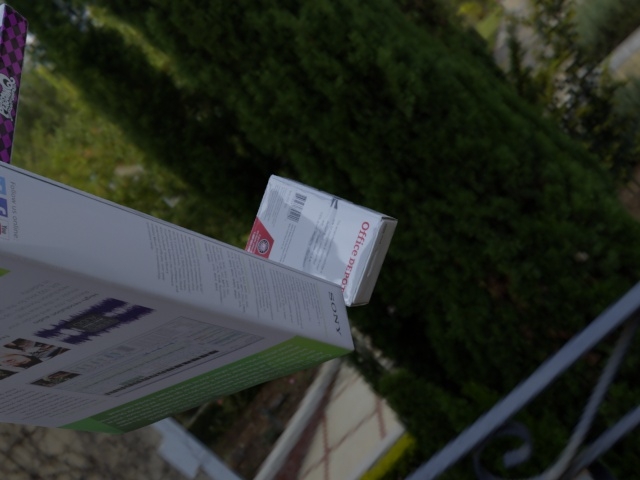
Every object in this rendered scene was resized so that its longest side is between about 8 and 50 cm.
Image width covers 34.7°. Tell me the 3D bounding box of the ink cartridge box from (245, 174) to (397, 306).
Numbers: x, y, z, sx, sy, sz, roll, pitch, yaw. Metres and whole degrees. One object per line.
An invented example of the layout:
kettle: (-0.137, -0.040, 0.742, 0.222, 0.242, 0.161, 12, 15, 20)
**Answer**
ink cartridge box: (0.000, 0.000, 1.075, 0.056, 0.135, 0.099, 5, -73, -67)

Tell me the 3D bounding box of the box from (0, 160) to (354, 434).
box: (-0.161, 0.056, 0.645, 0.232, 0.322, 0.059, -23, 63, 28)

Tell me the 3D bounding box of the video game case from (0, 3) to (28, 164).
video game case: (-0.392, -0.105, 1.033, 0.210, 0.042, 0.232, -20, 55, 25)
